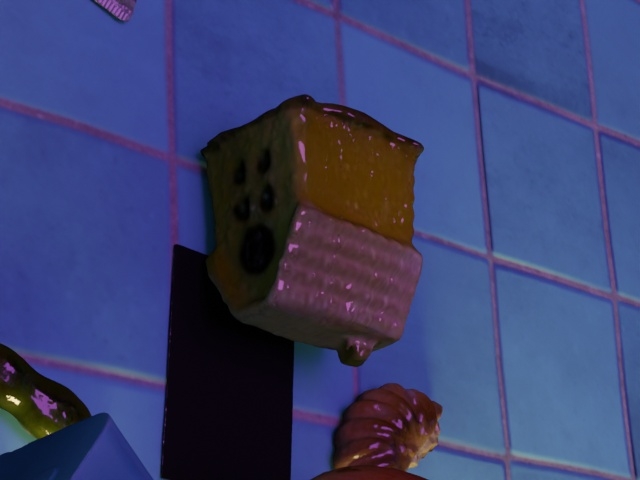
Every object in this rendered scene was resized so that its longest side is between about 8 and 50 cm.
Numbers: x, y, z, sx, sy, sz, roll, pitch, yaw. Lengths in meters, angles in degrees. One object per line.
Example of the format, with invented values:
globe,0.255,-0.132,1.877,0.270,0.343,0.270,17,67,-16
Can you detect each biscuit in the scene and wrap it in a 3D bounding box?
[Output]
biscuit,0.075,0.216,1.780,0.118,0.061,0.183,55,44,-12

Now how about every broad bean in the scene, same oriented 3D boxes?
broad bean,-0.278,0.126,1.464,0.297,0.043,0.060,36,58,-29

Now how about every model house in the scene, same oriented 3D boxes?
model house,0.000,0.000,1.699,0.193,0.174,0.234,19,54,-41

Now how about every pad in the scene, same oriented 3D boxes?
pad,-0.088,0.139,1.682,0.170,0.006,0.246,21,58,-38

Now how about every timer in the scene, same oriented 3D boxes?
timer,-0.264,0.255,1.282,0.091,0.232,0.250,57,41,-10

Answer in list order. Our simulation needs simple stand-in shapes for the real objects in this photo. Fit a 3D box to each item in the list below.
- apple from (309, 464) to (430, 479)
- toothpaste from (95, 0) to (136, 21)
apple,0.040,0.379,1.460,0.364,0.364,0.364,21,59,-39
toothpaste,-0.195,-0.378,1.754,0.114,0.073,0.299,36,58,-30
